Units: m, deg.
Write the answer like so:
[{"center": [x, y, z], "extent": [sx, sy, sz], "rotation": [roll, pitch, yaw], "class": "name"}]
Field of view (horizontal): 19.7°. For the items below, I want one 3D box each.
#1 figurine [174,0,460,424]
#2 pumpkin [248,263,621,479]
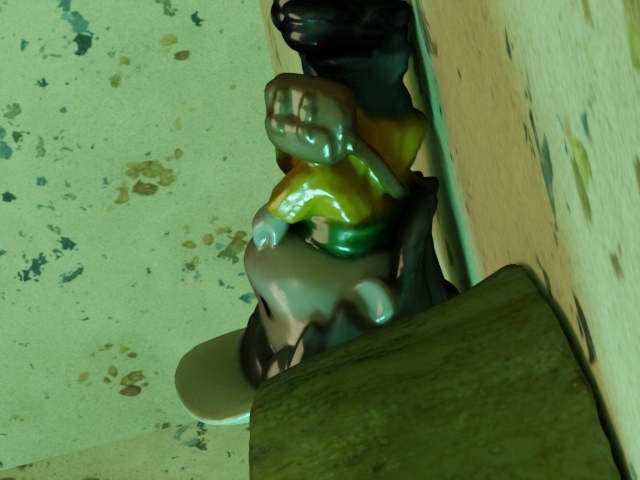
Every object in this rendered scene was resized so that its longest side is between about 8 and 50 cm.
[{"center": [0.030, -0.004, 1.285], "extent": [0.185, 0.204, 0.332], "rotation": [-110, 35, -74], "class": "figurine"}, {"center": [0.061, 0.190, 1.017], "extent": [0.332, 0.199, 0.332], "rotation": [168, 90, -85], "class": "pumpkin"}]
